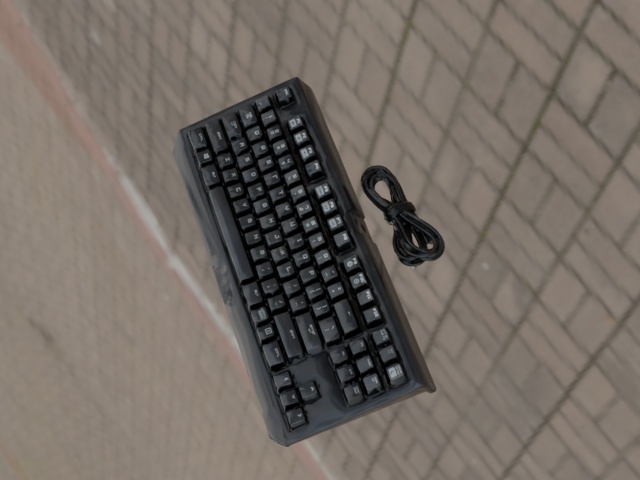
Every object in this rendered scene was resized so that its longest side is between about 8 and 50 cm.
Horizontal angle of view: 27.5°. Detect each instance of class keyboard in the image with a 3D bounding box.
[{"bbox_3d":[0.000,0.000,0.626,0.023,0.108,0.180,69,180,-62],"label":"keyboard"}]
